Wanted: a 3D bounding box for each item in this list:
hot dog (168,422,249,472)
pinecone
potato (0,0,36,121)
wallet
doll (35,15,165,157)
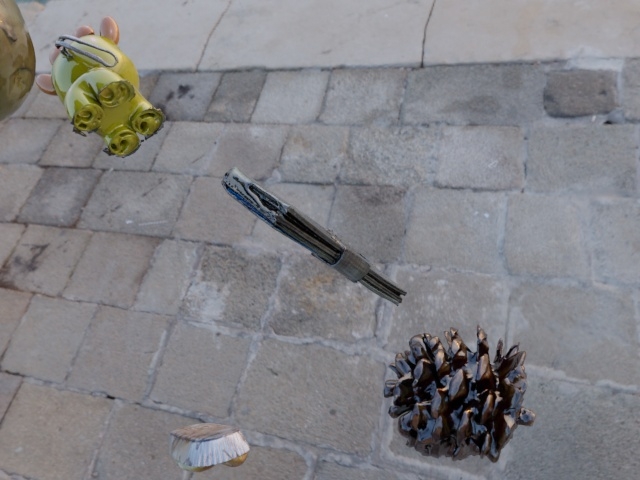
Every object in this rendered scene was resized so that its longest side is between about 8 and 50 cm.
[{"bbox_3d":[-0.227,0.415,0.970,0.144,0.268,0.075,-1,74,-26],"label":"hot dog"},{"bbox_3d":[0.268,0.297,0.960,0.295,0.298,0.242,-12,93,26],"label":"pinecone"},{"bbox_3d":[-0.384,-0.222,0.441,0.165,0.262,0.165,-36,14,10],"label":"potato"},{"bbox_3d":[-0.001,0.001,0.728,0.044,0.317,0.169,-53,45,4],"label":"wallet"},{"bbox_3d":[-0.302,-0.211,0.637,0.143,0.135,0.221,-40,62,4],"label":"doll"}]
